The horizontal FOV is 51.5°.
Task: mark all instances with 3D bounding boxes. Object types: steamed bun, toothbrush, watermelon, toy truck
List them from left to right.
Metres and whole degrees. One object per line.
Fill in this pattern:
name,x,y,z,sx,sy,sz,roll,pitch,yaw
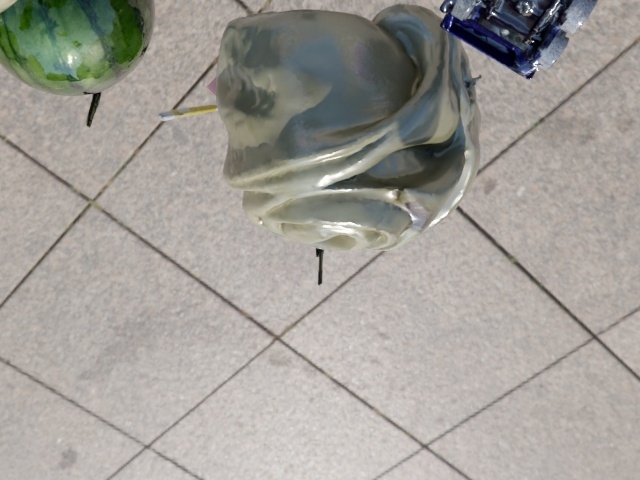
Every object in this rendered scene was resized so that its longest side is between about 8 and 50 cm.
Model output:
watermelon,-0.275,-0.248,0.738,0.188,0.188,0.214,-8,147,5
toothbrush,-0.243,-0.286,1.436,0.021,0.288,0.024,43,123,13
steamed bun,0.036,-0.109,0.828,0.343,0.255,0.367,-9,152,17
toy truck,0.224,-0.288,0.591,0.124,0.155,0.268,31,151,0

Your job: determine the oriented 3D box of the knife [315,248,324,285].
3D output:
knife,0.000,0.002,1.526,0.021,0.222,0.045,4,158,0

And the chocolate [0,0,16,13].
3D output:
chocolate,-0.246,-0.214,0.229,0.314,0.297,0.326,6,124,6

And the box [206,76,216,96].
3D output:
box,-0.137,-0.236,1.185,0.043,0.125,0.089,-45,149,1
